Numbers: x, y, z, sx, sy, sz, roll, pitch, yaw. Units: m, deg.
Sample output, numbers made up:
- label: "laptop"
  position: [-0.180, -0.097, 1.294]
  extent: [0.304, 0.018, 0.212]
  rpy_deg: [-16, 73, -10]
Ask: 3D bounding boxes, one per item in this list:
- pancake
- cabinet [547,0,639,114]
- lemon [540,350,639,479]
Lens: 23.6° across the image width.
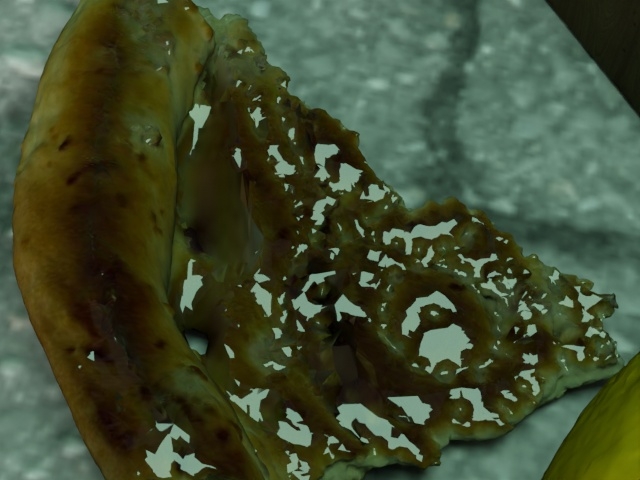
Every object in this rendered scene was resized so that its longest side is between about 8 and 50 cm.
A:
- label: "pancake"
  position: [0.000, 0.000, 0.598]
  extent: [0.244, 0.057, 0.266]
  rpy_deg: [6, 56, -2]
- label: "cabinet"
  position: [0.175, -0.197, 0.685]
  extent: [0.175, 0.148, 0.215]
  rpy_deg: [-23, 63, -18]
- label: "lemon"
  position: [0.164, 0.121, 0.433]
  extent: [0.263, 0.236, 0.236]
  rpy_deg: [-26, 63, -22]
